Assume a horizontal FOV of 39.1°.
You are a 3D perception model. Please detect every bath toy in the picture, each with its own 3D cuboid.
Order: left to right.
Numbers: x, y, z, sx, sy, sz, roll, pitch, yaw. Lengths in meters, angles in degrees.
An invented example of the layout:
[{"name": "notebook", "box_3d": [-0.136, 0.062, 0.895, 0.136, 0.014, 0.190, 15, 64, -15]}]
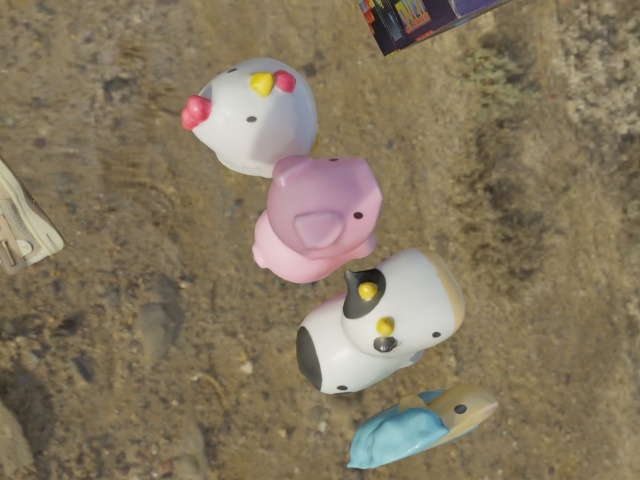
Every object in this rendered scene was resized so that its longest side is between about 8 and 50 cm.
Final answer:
[{"name": "bath toy", "box_3d": [0.000, 0.000, 0.685, 0.129, 0.151, 0.348, 2, 55, -57]}]

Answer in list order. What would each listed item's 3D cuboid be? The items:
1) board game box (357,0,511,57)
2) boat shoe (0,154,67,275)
[{"name": "board game box", "box_3d": [0.108, -0.147, 0.414, 0.170, 0.141, 0.048, -27, 99, -4]}, {"name": "boat shoe", "box_3d": [-0.475, -0.070, 1.249, 0.110, 0.122, 0.341, -37, 139, -12]}]
